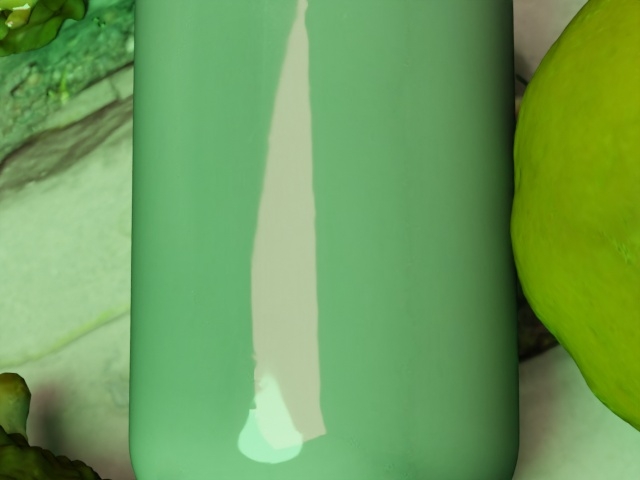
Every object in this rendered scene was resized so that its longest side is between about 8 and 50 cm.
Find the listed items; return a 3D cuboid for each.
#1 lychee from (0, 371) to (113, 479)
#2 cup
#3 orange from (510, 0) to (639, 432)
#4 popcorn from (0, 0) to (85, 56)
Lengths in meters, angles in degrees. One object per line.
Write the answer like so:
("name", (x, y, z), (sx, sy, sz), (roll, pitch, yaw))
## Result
("lychee", (-0.184, 0.215, 0.623), (0.270, 0.320, 0.270), (12, 120, 23))
("cup", (0.000, 0.000, 0.657), (0.205, 0.205, 0.312), (-3, 77, 15))
("orange", (0.224, -0.020, 0.581), (0.279, 0.235, 0.279), (-1, 65, 2))
("popcorn", (-0.189, -0.222, 0.791), (0.169, 0.218, 0.189), (-26, 85, -38))
